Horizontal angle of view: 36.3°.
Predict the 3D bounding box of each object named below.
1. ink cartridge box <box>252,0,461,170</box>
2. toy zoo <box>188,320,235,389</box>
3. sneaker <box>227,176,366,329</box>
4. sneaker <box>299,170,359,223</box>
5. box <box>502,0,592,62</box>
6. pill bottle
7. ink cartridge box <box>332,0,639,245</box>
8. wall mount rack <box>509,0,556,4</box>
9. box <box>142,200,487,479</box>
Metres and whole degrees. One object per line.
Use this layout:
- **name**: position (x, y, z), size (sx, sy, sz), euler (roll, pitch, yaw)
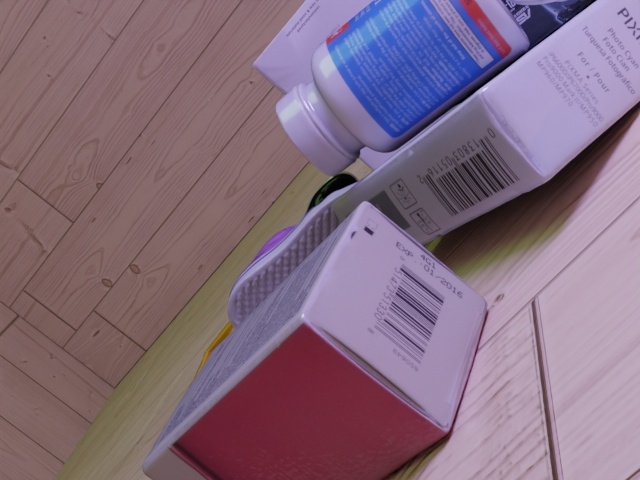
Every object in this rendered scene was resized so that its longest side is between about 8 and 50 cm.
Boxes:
- **ink cartridge box**: position (0.087, -0.241, 1.342), size (0.197, 0.270, 0.198), euler (-46, 9, 23)
- **toy zoo**: position (-0.108, 0.142, 1.235), size (0.192, 0.030, 0.293), euler (-50, 10, 24)
- **sneaker**: position (0.017, -0.010, 1.120), size (0.282, 0.102, 0.161), euler (-31, 13, 18)
- **sneaker**: position (0.000, 0.000, 1.485), size (0.217, 0.079, 0.121), euler (-58, 9, 8)
- **box**: position (0.191, -0.223, 1.001), size (0.180, 0.077, 0.147), euler (-37, 0, 19)
- **pill bottle**: position (0.069, -0.159, 0.903), size (0.221, 0.124, 0.124), euler (-37, 11, 18)
- **ink cartridge box**: position (0.221, -0.140, 0.911), size (0.385, 0.091, 0.308), euler (-36, 0, -24)
- **wall mount rack**: position (0.299, -0.318, 0.780), size (0.350, 0.130, 0.304), euler (-34, 36, -2)
- **box**: position (-0.005, 0.109, 0.734), size (0.232, 0.127, 0.148), euler (-46, 9, 39)
